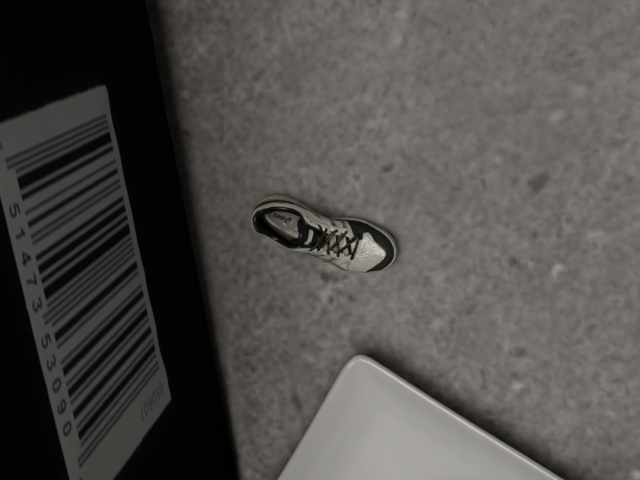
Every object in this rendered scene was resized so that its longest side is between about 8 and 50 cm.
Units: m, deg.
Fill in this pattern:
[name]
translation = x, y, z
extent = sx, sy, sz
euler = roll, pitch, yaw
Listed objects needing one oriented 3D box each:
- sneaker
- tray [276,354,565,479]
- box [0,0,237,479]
[sneaker]
translation = 0.000, 0.000, 0.545
extent = 0.083, 0.037, 0.032
euler = 17, 102, 11
[tray]
translation = 0.101, 0.186, 0.555
extent = 0.270, 0.030, 0.145
euler = 32, 108, 8
[box]
translation = -0.325, 0.032, 0.472
extent = 0.472, 0.297, 0.480
euler = -5, 106, 12
